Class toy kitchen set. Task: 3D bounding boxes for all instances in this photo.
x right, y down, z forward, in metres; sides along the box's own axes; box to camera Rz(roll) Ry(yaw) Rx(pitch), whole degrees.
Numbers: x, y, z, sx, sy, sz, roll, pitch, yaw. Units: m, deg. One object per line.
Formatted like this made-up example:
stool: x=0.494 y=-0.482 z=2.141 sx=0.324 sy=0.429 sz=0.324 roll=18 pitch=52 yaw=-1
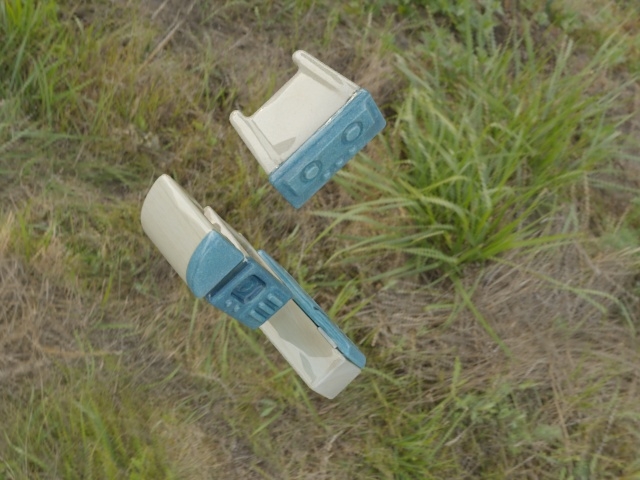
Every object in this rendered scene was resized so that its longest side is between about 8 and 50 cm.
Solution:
toy kitchen set: x=0.000 y=0.000 z=0.558 sx=0.166 sy=0.207 sz=0.122 roll=-43 pitch=64 yaw=0
